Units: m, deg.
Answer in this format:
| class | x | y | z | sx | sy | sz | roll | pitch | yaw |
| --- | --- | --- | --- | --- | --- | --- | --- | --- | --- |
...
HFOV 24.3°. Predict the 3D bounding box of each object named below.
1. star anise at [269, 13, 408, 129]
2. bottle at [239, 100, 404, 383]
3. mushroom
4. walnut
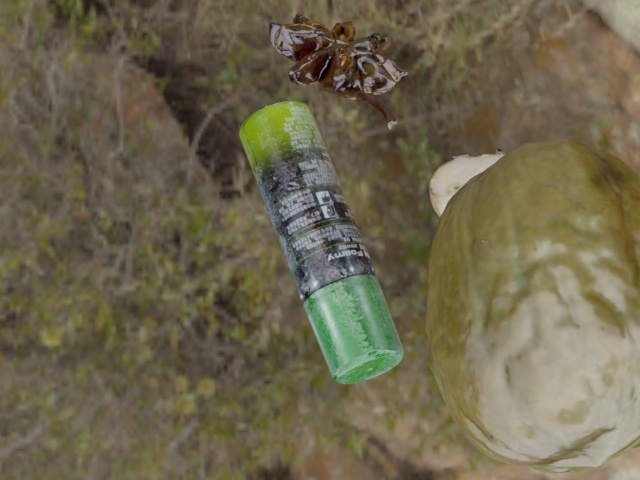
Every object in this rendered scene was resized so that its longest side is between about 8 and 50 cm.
| class | x | y | z | sx | sy | sz | roll | pitch | yaw |
| --- | --- | --- | --- | --- | --- | --- | --- | --- | --- |
| star anise | 0.015 | -0.204 | 1.739 | 0.177 | 0.234 | 0.073 | 19 | 114 | -2 |
| bottle | 0.000 | 0.000 | 1.712 | 0.093 | 0.330 | 0.093 | -18 | 159 | -7 |
| mushroom | 0.286 | -0.016 | 2.036 | 0.286 | 0.156 | 0.151 | 19 | 144 | 34 |
| walnut | 0.199 | 0.059 | 1.264 | 0.227 | 0.283 | 0.283 | 7 | 135 | -37 |
